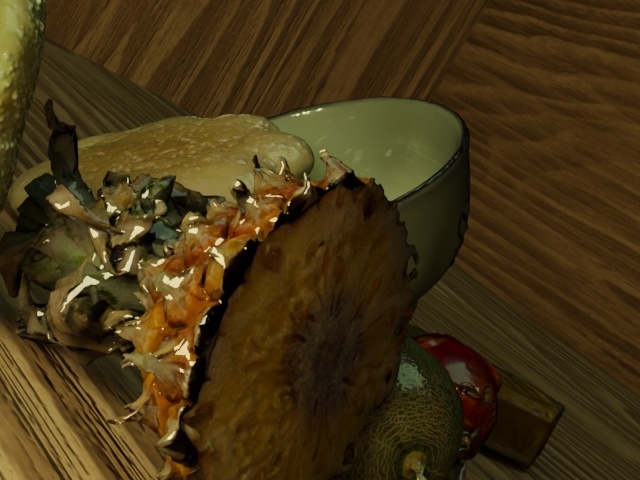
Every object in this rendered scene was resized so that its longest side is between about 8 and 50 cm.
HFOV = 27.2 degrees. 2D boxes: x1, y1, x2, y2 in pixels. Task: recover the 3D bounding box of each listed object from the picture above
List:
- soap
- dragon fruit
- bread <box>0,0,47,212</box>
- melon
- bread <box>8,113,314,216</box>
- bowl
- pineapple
[{"bbox_3d":[0.182,0.185,1.549,0.257,0.080,0.160,27,8,-28],"label":"soap"},{"bbox_3d":[0.114,0.174,1.274,0.125,0.125,0.246,43,19,-17],"label":"dragon fruit"},{"bbox_3d":[-0.248,-0.059,0.942,0.056,0.207,0.286,15,-8,-17],"label":"bread"},{"bbox_3d":[0.038,0.136,1.018,0.139,0.139,0.192,27,7,-30],"label":"melon"},{"bbox_3d":[-0.163,-0.067,1.316,0.316,0.054,0.316,-8,21,3],"label":"bread"},{"bbox_3d":[0.000,0.000,1.389,0.354,0.353,0.185,-137,-151,-63],"label":"bowl"},{"bbox_3d":[-0.111,0.034,0.902,0.271,0.263,0.262,21,0,32],"label":"pineapple"}]
